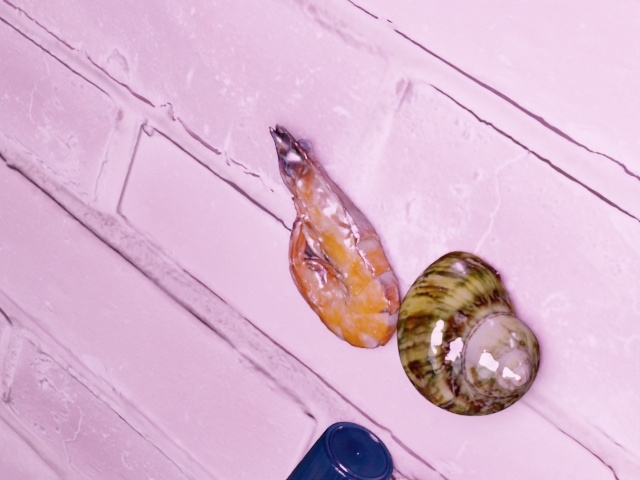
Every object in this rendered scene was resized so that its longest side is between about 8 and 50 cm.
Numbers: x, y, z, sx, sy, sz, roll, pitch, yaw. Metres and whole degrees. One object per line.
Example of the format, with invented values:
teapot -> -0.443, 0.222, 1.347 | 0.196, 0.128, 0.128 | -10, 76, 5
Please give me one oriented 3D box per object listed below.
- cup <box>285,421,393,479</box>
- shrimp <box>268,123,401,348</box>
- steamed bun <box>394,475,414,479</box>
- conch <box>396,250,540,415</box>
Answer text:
cup -> 0.026, 0.338, 1.452 | 0.138, 0.114, 0.150 | -58, 37, 33
shrimp -> 0.000, 0.000, 1.403 | 0.164, 0.062, 0.316 | -27, 91, 42
steamed bun -> 0.109, 0.423, 1.361 | 0.200, 0.170, 0.225 | 22, 109, -16
conch -> 0.174, 0.116, 1.272 | 0.182, 0.124, 0.187 | 11, 103, 31
